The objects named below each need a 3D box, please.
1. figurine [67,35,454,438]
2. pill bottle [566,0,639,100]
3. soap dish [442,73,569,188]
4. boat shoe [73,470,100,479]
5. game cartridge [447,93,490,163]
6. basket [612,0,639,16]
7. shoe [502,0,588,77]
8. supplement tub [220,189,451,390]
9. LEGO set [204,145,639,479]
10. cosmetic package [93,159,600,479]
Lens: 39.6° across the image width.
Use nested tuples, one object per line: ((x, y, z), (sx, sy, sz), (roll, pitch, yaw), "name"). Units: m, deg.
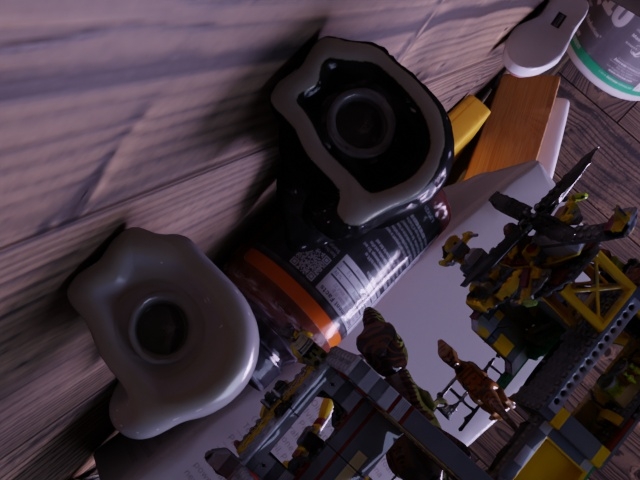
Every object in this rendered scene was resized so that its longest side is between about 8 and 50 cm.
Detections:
((-0.037, 0.011, 0.503), (0.215, 0.092, 0.209), (-45, 178, -10), "figurine")
((0.567, -0.407, 1.405), (0.204, 0.204, 0.361), (-42, 172, -38), "pill bottle")
((0.244, -0.087, 1.289), (0.291, 0.118, 0.229), (-64, -178, -38), "soap dish")
((-0.226, 0.264, 0.859), (0.070, 0.078, 0.219), (-46, -178, -4), "boat shoe")
((0.077, -0.028, 1.210), (0.285, 0.053, 0.323), (-43, 170, -32), "game cartridge")
((0.340, -0.247, 0.751), (0.204, 0.227, 0.154), (-48, 174, 14), "basket")
((0.262, -0.231, 1.078), (0.178, 0.063, 0.081), (-48, 171, -35), "shoe")
((-0.002, 0.017, 0.662), (0.198, 0.106, 0.106), (-45, 174, -14), "supplement tub")
((0.057, 0.084, 0.572), (0.331, 0.192, 0.255), (-47, -169, -1), "LEGO set")
((0.028, 0.128, 0.815), (0.453, 0.161, 0.230), (-37, -173, -15), "cosmetic package")
